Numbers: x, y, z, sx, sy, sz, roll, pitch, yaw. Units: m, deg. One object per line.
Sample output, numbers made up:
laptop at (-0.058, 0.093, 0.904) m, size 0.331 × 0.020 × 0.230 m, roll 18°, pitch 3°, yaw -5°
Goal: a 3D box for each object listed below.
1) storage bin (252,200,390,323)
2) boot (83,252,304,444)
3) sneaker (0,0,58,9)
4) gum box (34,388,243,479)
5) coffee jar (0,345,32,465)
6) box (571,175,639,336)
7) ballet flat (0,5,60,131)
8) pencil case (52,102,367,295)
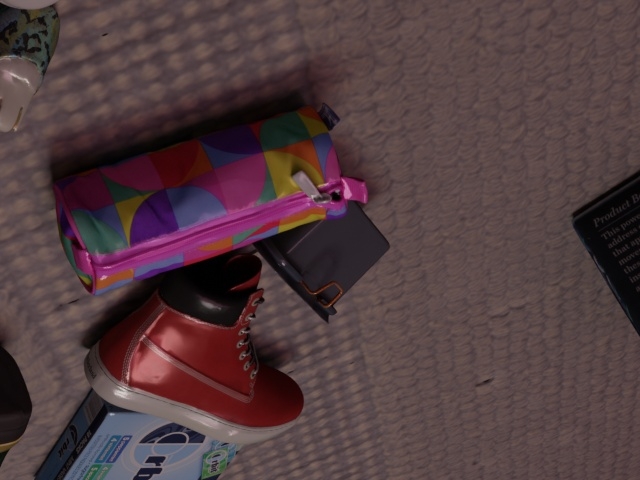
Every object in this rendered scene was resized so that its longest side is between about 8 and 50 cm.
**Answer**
storage bin at (0.000, 0.000, 1.227) m, size 0.091 × 0.098 × 0.135 m, roll -41°, pitch 144°, yaw 2°
boot at (-0.071, 0.095, 1.303) m, size 0.244 × 0.088 × 0.176 m, roll 21°, pitch 121°, yaw -43°
sneaker at (-0.098, -0.224, 0.848) m, size 0.290 × 0.123 × 0.106 m, roll -39°, pitch 145°, yaw 19°
gum box at (-0.169, 0.206, 1.413) m, size 0.184 × 0.041 × 0.157 m, roll 6°, pitch 133°, yaw -37°
coffee jar at (-0.316, 0.175, 1.231) m, size 0.079 × 0.096 × 0.184 m, roll 1°, pitch 135°, yaw -38°
box at (0.464, 0.126, 1.417) m, size 0.212 × 0.395 × 0.293 m, roll -32°, pitch 144°, yaw 9°
ballet flat at (-0.239, -0.085, 0.980) m, size 0.188 × 0.070 × 0.070 m, roll -44°, pitch 142°, yaw 22°
pencil case at (-0.090, -0.034, 1.114) m, size 0.236 × 0.104 × 0.104 m, roll -18°, pitch 144°, yaw -11°
